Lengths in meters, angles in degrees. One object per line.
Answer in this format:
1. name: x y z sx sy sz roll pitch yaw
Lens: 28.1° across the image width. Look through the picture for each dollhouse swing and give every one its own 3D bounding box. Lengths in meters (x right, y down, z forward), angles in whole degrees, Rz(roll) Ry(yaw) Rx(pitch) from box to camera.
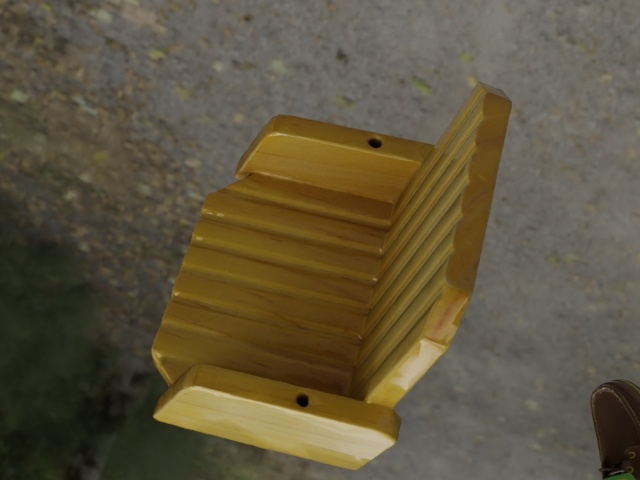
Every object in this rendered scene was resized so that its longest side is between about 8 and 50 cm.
1. dollhouse swing: 0.000 0.000 1.285 0.315 0.347 0.305 13 150 6

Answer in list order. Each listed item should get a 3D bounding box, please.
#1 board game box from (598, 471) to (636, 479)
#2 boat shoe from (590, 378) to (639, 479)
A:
1. board game box: 0.149 0.286 0.889 0.317 0.213 0.046 -9 135 -28
2. boat shoe: 0.266 0.198 1.070 0.060 0.178 0.064 1 149 -33
